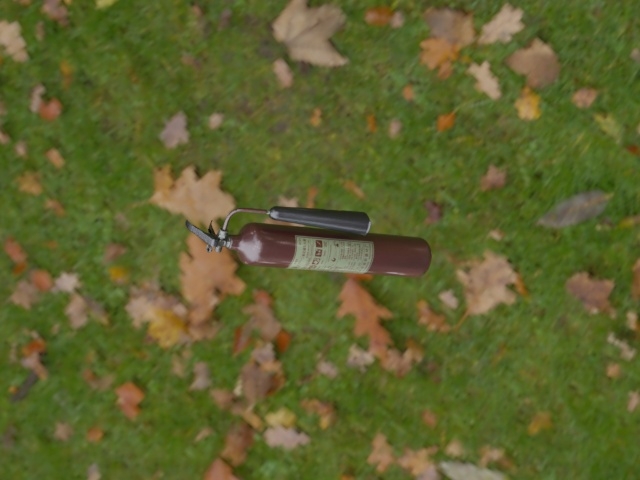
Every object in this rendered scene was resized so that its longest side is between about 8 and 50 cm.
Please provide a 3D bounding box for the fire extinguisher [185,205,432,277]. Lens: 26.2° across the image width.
[{"bbox_3d":[0.000,0.000,0.910,0.049,0.173,0.035,-36,55,53],"label":"fire extinguisher"}]
